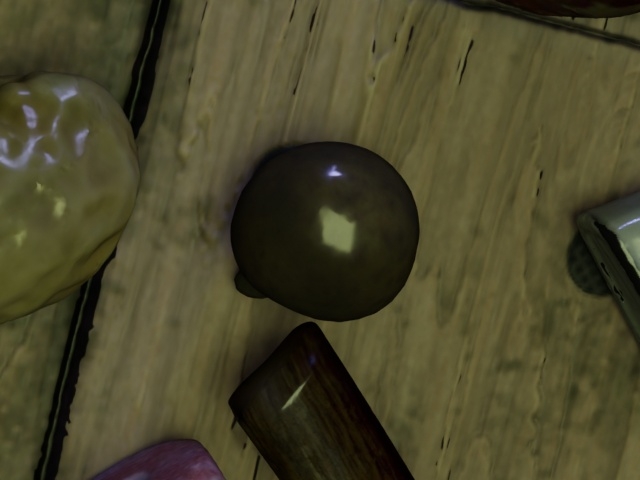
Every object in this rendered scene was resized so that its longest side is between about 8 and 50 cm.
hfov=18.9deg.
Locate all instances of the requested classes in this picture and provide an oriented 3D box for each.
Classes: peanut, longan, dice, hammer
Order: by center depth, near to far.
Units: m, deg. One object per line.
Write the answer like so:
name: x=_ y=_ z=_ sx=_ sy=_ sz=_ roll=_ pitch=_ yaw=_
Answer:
peanut: x=-0.235 y=0.014 z=0.967 sx=0.313 sy=0.152 sz=0.152 roll=-31 pitch=107 yaw=-13
longan: x=0.000 y=0.000 z=1.059 sx=0.106 sy=0.106 sz=0.119 roll=32 pitch=130 yaw=-19
dice: x=-0.084 y=0.171 z=1.064 sx=0.094 sy=0.093 sz=0.091 roll=-30 pitch=107 yaw=-7
hammer: x=0.071 y=0.227 z=1.105 sx=0.242 sy=0.095 sz=0.409 roll=-35 pitch=112 yaw=-6

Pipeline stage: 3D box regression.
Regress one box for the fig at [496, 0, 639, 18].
fig: x=0.152 y=-0.230 z=1.026 sx=0.160 sy=0.143 sz=0.230 roll=28 pitch=93 yaw=-11

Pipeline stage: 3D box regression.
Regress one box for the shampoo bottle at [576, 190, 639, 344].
shampoo bottle: x=0.306 y=-0.021 z=1.152 sx=0.284 sy=0.071 sz=0.153 roll=-32 pitch=105 yaw=-10
